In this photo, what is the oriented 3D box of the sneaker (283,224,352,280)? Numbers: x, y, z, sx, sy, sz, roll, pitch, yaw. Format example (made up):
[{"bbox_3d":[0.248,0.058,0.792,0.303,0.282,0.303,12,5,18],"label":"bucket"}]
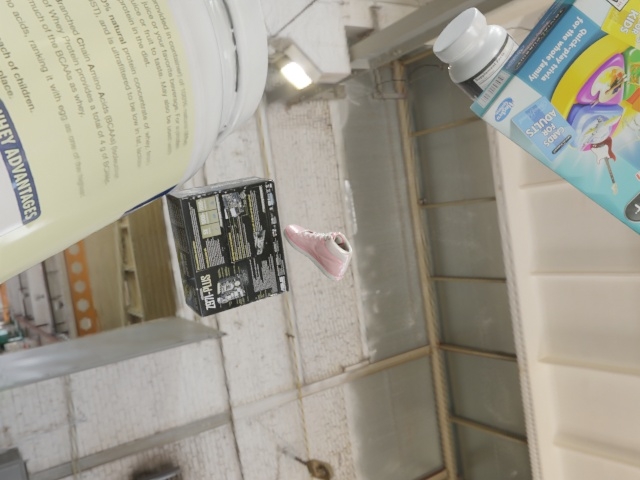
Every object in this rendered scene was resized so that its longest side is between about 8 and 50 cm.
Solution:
[{"bbox_3d":[0.000,0.000,0.968,0.134,0.051,0.070,42,-58,22],"label":"sneaker"}]

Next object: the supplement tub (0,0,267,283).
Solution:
[{"bbox_3d":[-0.214,-0.102,0.373,0.235,0.325,0.235,25,-47,29],"label":"supplement tub"}]

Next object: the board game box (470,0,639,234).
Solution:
[{"bbox_3d":[0.433,-0.192,0.830,0.253,0.336,0.079,-53,-167,21],"label":"board game box"}]

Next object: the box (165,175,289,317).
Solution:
[{"bbox_3d":[-0.137,0.005,0.871,0.078,0.147,0.180,18,-60,58],"label":"box"}]

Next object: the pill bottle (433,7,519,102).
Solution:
[{"bbox_3d":[0.410,-0.406,1.379,0.162,0.278,0.162,-44,-158,23],"label":"pill bottle"}]
